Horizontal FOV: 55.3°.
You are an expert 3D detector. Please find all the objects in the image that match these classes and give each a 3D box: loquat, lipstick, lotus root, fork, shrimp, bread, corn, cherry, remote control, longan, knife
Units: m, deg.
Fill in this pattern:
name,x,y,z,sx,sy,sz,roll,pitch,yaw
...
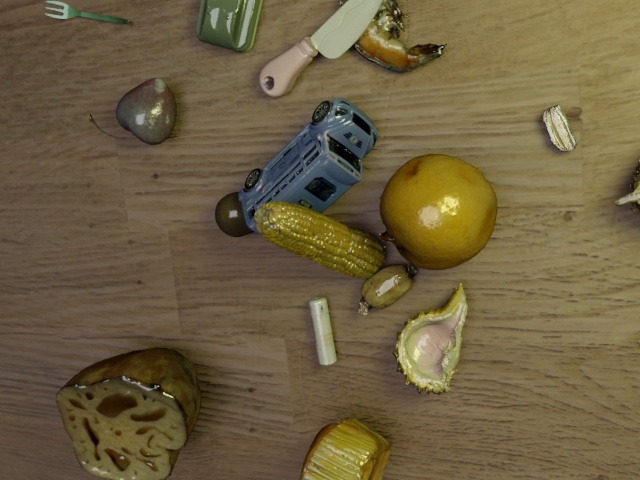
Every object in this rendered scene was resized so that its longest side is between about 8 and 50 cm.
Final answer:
name,x,y,z,sx,sy,sz,roll,pitch,yaw
loquat,0.202,-0.048,1.072,0.208,0.208,0.208,4,101,22
lipstick,0.004,0.190,1.288,0.040,0.040,0.141,-8,96,23
lotus root,0.413,-0.191,1.054,0.037,0.030,0.083,-25,88,31
fork,-0.528,-0.510,1.390,0.235,0.021,0.039,16,110,18
lotus root,0.125,0.095,1.207,0.072,0.063,0.152,42,109,-11
shrimp,0.165,-0.432,1.086,0.290,0.054,0.222,-41,81,32
bread,0.045,0.452,1.208,0.133,0.250,0.179,16,93,21
lotus root,-0.389,0.384,1.391,0.316,0.250,0.316,4,107,12
corn,0.000,0.000,1.138,0.101,0.291,0.101,-23,57,42
cherry,-0.396,-0.293,1.326,0.188,0.115,0.148,35,130,19
remote control,-0.164,-0.552,1.206,0.128,0.065,0.335,19,107,15
longan,-0.166,-0.053,1.288,0.113,0.113,0.092,-35,42,24
knife,0.008,-0.376,1.151,0.336,0.043,0.081,-31,91,34

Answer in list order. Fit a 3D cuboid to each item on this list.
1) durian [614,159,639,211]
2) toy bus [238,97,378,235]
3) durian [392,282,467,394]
name,x,y,z,sx,sy,sz,roll,pitch,yaw
durian,0.556,-0.093,0.977,0.188,0.091,0.148,-23,89,2
toy bus,-0.019,-0.126,1.165,0.292,0.125,0.133,-40,41,23
durian,0.229,0.184,1.180,0.140,0.078,0.224,31,99,27
